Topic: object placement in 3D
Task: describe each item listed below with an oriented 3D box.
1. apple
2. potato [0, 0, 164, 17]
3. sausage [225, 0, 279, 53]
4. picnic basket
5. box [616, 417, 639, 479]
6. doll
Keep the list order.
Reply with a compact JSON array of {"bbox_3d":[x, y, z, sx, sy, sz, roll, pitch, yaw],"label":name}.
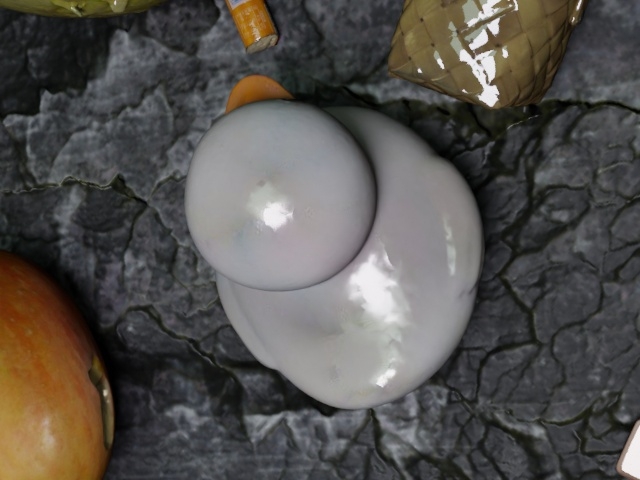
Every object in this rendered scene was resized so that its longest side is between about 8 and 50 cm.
[{"bbox_3d":[-0.283,0.144,0.914,0.242,0.242,0.241,-29,96,19],"label":"apple"},{"bbox_3d":[-0.225,-0.310,0.862,0.359,0.219,0.269,14,81,25],"label":"potato"},{"bbox_3d":[-0.066,-0.205,0.911,0.031,0.031,0.107,-24,84,19],"label":"sausage"},{"bbox_3d":[0.126,-0.185,0.786,0.128,0.138,0.178,16,104,19],"label":"picnic basket"},{"bbox_3d":[0.273,0.170,0.812,0.115,0.025,0.048,24,96,17],"label":"box"},{"bbox_3d":[0.000,0.000,0.804,0.221,0.221,0.251,-20,86,19],"label":"doll"}]
